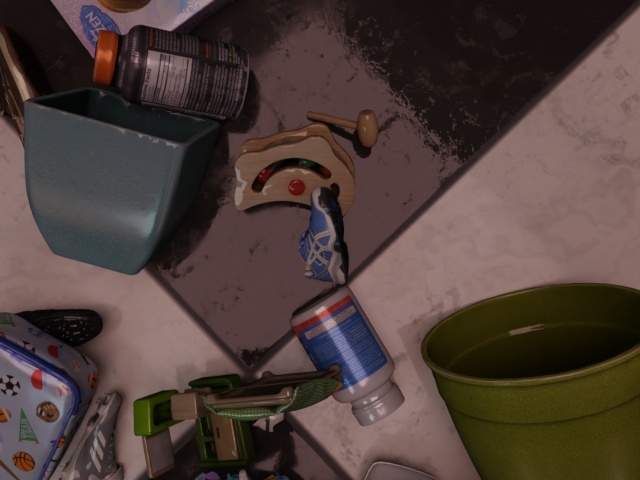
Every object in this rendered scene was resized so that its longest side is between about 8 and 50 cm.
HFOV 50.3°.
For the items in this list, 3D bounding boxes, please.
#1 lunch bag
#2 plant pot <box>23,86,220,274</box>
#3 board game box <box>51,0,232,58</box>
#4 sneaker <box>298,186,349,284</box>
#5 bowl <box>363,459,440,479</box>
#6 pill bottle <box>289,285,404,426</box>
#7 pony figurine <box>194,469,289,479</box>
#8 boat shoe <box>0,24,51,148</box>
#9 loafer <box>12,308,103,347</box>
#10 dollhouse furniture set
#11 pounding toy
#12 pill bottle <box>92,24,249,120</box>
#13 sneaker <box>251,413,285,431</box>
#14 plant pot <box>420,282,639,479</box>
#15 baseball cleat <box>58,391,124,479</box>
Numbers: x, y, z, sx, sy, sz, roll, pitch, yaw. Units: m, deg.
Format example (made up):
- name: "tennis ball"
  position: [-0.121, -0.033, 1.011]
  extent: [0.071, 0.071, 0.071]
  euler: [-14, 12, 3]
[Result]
- name: "lunch bag"
  position: [-0.530, 0.285, 1.142]
  extent: [0.243, 0.115, 0.303]
  euler: [30, 108, -5]
- name: "plant pot"
  position: [-0.334, -0.092, 1.127]
  extent: [0.246, 0.248, 0.253]
  euler: [16, 108, 0]
- name: "board game box"
  position: [-0.337, -0.500, 1.214]
  extent: [0.318, 0.066, 0.319]
  euler: [-37, 90, -1]
- name: "sneaker"
  position: [0.000, 0.000, 1.157]
  extent: [0.081, 0.080, 0.211]
  euler: [-1, 132, 9]
- name: "bowl"
  position: [0.134, 0.463, 1.206]
  extent: [0.142, 0.053, 0.142]
  euler: [17, 89, -1]
- name: "pill bottle"
  position: [0.051, 0.201, 1.175]
  extent: [0.124, 0.124, 0.222]
  euler: [-31, 88, -1]
- name: "pony figurine"
  position: [-0.143, 0.518, 1.096]
  extent: [0.363, 0.303, 0.351]
  euler: [-24, 113, 24]
- name: "boat shoe"
  position: [-0.529, -0.246, 1.198]
  extent: [0.095, 0.095, 0.258]
  euler: [-25, 90, 5]
- name: "loafer"
  position: [-0.488, 0.150, 1.195]
  extent: [0.223, 0.078, 0.076]
  euler: [-10, 120, 5]
- name: "dollhouse furniture set"
  position: [-0.117, 0.300, 1.086]
  extent: [0.301, 0.197, 0.152]
  euler: [-11, 87, 25]
- name: "pounding toy"
  position: [-0.019, -0.131, 1.209]
  extent: [0.269, 0.155, 0.154]
  euler: [-12, 118, 9]
- name: "pill bottle"
  position: [-0.252, -0.285, 1.145]
  extent: [0.245, 0.130, 0.131]
  euler: [8, 89, -20]
- name: "sneaker"
  position: [-0.075, 0.294, 1.220]
  extent: [0.043, 0.040, 0.109]
  euler: [38, 93, -16]
- name: "plant pot"
  position: [0.382, 0.297, 1.087]
  extent: [0.366, 0.366, 0.353]
  euler: [-16, 101, 0]
- name: "baseball cleat"
  position: [-0.383, 0.371, 1.208]
  extent: [0.109, 0.072, 0.206]
  euler: [30, 94, -13]
